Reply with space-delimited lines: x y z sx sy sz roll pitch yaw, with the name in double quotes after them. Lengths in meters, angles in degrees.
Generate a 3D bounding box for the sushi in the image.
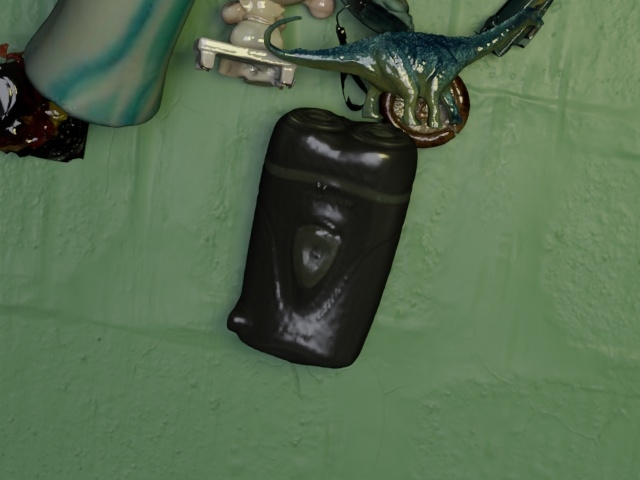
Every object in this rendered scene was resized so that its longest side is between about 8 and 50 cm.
-0.410 -0.183 1.274 0.172 0.150 0.153 12 101 1 "sushi"

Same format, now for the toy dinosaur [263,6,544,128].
0.110 -0.215 1.218 0.363 0.076 0.147 -4 102 -8 "toy dinosaur"

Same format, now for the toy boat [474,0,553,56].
0.270 -0.304 1.263 0.060 0.055 0.141 37 101 -26 "toy boat"

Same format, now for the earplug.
-0.221 -0.312 1.160 0.185 0.185 0.324 34 127 -3 "earplug"

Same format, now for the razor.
0.000 -0.001 1.300 0.205 0.113 0.348 17 109 5 "razor"

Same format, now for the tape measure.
0.044 -0.271 1.276 0.104 0.107 0.179 12 127 -23 "tape measure"

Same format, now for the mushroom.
0.139 -0.182 1.294 0.123 0.052 0.123 0 96 -2 "mushroom"

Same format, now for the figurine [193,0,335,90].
-0.073 -0.329 1.236 0.182 0.144 0.256 14 98 4 "figurine"
